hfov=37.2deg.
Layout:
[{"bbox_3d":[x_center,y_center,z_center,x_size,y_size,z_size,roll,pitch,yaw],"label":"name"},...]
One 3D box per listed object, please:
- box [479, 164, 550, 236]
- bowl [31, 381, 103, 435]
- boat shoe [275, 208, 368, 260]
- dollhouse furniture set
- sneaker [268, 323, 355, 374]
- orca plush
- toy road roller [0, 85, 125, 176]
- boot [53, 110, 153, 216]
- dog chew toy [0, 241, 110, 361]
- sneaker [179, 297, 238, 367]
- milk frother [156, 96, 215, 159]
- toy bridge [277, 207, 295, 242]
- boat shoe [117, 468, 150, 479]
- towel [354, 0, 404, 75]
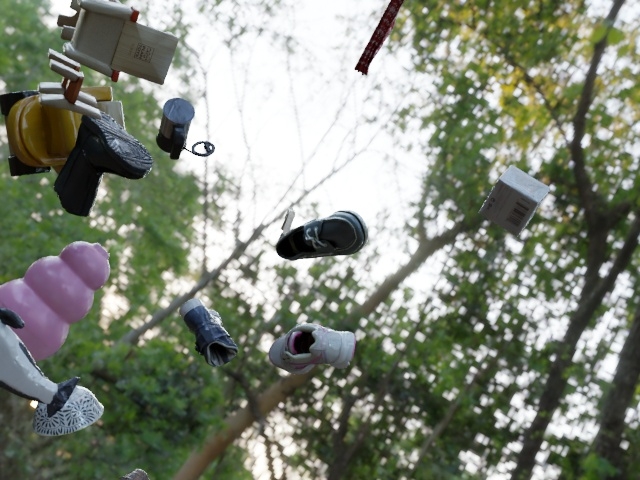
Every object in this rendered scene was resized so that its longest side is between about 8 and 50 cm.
[{"bbox_3d":[0.415,-0.086,2.032,0.102,0.087,0.101,35,-52,13],"label":"box"},{"bbox_3d":[-0.602,0.383,2.236,0.170,0.170,0.080,9,-66,45],"label":"bowl"},{"bbox_3d":[0.000,0.000,2.370,0.319,0.099,0.116,-11,-79,55],"label":"boat shoe"},{"bbox_3d":[-0.299,-0.299,1.367,0.135,0.262,0.259,16,16,-23],"label":"dollhouse furniture set"},{"bbox_3d":[-0.041,0.230,2.099,0.111,0.102,0.252,24,-27,-35],"label":"sneaker"},{"bbox_3d":[-0.553,0.181,1.670,0.287,0.151,0.102,30,10,-19],"label":"orca plush"},{"bbox_3d":[-0.572,-0.259,2.227,0.241,0.330,0.202,-1,-82,45],"label":"toy road roller"},{"bbox_3d":[-0.460,-0.133,1.996,0.094,0.207,0.246,2,31,-47],"label":"boot"},{"bbox_3d":[-0.644,0.134,2.286,0.206,0.332,0.206,44,-10,10],"label":"dog chew toy"},{"bbox_3d":[-0.263,0.245,2.350,0.163,0.086,0.226,52,-3,19],"label":"sneaker"},{"bbox_3d":[-0.341,-0.285,2.469,0.129,0.143,0.134,64,-28,22],"label":"milk frother"},{"bbox_3d":[-0.092,-0.055,2.739,0.026,0.188,0.063,23,-64,-5],"label":"toy bridge"},{"bbox_3d":[-0.333,0.534,1.768,0.095,0.095,0.257,14,-56,17],"label":"boat shoe"},{"bbox_3d":[0.151,-0.457,1.806,0.031,0.198,0.275,29,-36,-3],"label":"towel"}]
